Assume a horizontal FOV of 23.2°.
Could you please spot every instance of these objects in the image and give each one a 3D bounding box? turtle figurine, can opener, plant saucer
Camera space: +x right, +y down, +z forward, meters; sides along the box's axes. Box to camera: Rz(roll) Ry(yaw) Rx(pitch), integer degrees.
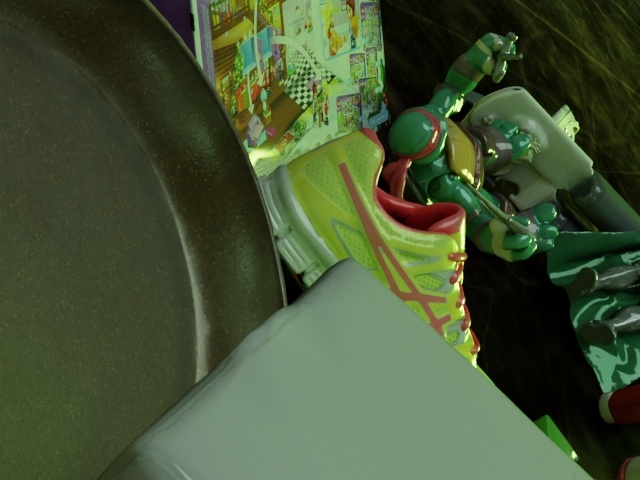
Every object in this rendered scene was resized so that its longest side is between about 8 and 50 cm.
[{"bbox_3d":[0.108,-0.062,1.134,0.234,0.118,0.175,29,59,-66],"label":"turtle figurine"},{"bbox_3d":[0.219,-0.033,1.327,0.280,0.074,0.093,44,23,-20],"label":"can opener"},{"bbox_3d":[-0.120,0.015,0.673,0.311,0.050,0.310,32,51,-50],"label":"plant saucer"}]

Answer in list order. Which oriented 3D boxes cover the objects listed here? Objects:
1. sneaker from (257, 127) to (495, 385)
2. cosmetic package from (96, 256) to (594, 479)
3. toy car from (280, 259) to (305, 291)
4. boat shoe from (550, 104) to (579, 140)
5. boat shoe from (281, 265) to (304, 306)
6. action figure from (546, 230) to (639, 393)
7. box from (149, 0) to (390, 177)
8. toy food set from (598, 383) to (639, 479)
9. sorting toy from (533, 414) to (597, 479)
[{"bbox_3d":[0.053,0.026,0.859,0.208,0.094,0.081,50,3,-21],"label":"sneaker"},{"bbox_3d":[0.098,0.232,0.500,0.453,0.161,0.230,44,18,3],"label":"cosmetic package"},{"bbox_3d":[0.000,0.000,0.953,0.040,0.060,0.122,47,27,-20],"label":"toy car"},{"bbox_3d":[0.225,-0.102,1.469,0.035,0.035,0.100,51,20,2],"label":"boat shoe"},{"bbox_3d":[-0.031,0.029,0.860,0.049,0.042,0.133,6,32,-30],"label":"boat shoe"},{"bbox_3d":[0.303,0.032,1.292,0.232,0.063,0.137,-14,86,-33],"label":"action figure"},{"bbox_3d":[-0.037,-0.144,0.961,0.293,0.057,0.200,-32,120,-64],"label":"box"},{"bbox_3d":[0.269,0.165,1.186,0.111,0.105,0.232,59,42,-19],"label":"toy food set"},{"bbox_3d":[0.212,0.257,1.000,0.347,0.047,0.196,54,26,0],"label":"sorting toy"}]
